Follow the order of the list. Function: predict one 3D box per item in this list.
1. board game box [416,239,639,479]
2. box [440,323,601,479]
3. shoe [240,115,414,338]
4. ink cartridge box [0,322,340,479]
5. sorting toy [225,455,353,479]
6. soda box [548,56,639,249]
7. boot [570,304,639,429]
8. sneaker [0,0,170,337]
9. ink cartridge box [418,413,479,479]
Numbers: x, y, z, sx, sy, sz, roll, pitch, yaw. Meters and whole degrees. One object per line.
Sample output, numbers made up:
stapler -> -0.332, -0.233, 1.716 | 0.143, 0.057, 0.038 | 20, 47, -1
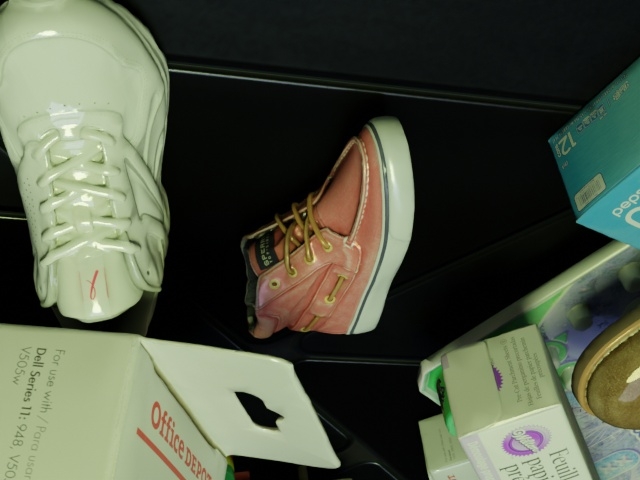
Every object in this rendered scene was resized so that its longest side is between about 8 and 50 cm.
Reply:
board game box -> 0.330, 0.095, 0.864 | 0.390, 0.050, 0.390 | -35, 130, 22
box -> 0.158, 0.180, 0.836 | 0.063, 0.067, 0.324 | -20, 135, 10
shoe -> 0.000, 0.000, 0.738 | 0.081, 0.063, 0.178 | -6, 145, -13
ink cartridge box -> -0.179, 0.134, 0.711 | 0.353, 0.119, 0.207 | 3, 154, 12
sorting toy -> -0.040, 0.225, 1.010 | 0.132, 0.046, 0.274 | -7, 140, -4
soda box -> 0.225, -0.084, 0.687 | 0.071, 0.067, 0.210 | 21, 132, -32
boot -> 0.300, 0.074, 0.725 | 0.305, 0.115, 0.112 | -10, 136, 1
sneaker -> -0.113, -0.021, 0.650 | 0.090, 0.115, 0.232 | -9, 140, -2
ink cartridge box -> 0.145, 0.159, 0.967 | 0.122, 0.052, 0.088 | -20, 138, 8
